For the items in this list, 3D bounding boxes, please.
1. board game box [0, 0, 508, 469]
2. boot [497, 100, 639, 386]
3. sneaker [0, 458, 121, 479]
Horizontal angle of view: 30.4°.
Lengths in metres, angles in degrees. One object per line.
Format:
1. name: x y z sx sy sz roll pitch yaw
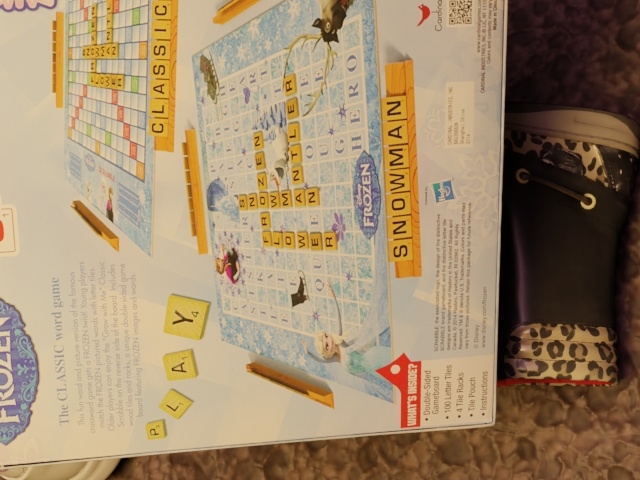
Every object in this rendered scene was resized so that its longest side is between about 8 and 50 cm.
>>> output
1. board game box: -0.060 -0.043 0.640 0.318 0.066 0.318 -3 104 -10
2. boot: 0.086 0.002 0.760 0.236 0.085 0.178 3 81 6
3. sneaker: -0.217 0.036 0.902 0.114 0.152 0.305 -17 69 26
